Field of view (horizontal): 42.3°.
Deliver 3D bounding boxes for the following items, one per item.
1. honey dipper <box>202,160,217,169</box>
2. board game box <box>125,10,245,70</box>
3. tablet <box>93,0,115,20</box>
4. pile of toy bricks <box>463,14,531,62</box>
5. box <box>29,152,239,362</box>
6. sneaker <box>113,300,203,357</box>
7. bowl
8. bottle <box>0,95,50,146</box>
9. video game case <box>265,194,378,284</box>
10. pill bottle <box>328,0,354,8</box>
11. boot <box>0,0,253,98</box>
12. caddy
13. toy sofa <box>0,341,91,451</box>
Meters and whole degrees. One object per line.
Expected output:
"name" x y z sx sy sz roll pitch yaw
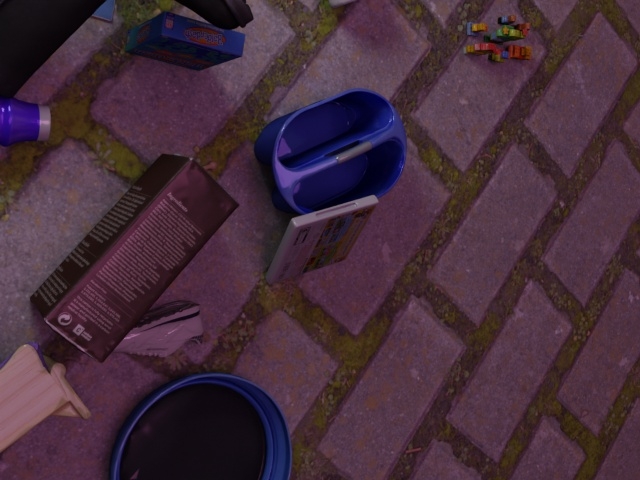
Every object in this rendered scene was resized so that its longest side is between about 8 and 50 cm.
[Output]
"honey dipper" -0.279 -0.133 1.669 0.160 0.030 0.031 -22 103 -30
"board game box" -0.259 -0.373 1.564 0.160 0.210 0.047 9 89 -30
"tablet" -0.434 -0.455 1.573 0.083 0.006 0.054 10 87 -32
"pile of toy bricks" 0.465 -0.506 2.051 0.212 0.105 0.118 -1 93 -31
"box" -0.345 0.021 1.524 0.143 0.191 0.381 44 78 -25
"sneaker" -0.337 0.192 1.622 0.235 0.090 0.095 -13 109 -28
"bowl" -0.244 0.460 1.692 0.391 0.077 0.391 -2 94 -31
"bottle" -0.616 -0.213 1.426 0.282 0.092 0.118 1 97 -31
"video game case" 0.000 0.000 1.749 0.206 0.227 0.026 -17 63 -29
"pill bottle" 0.045 -0.630 1.779 0.131 0.131 0.229 -28 106 -27
"boot" -0.386 -0.385 1.370 0.445 0.146 0.367 -37 97 7
"caddy" 0.029 -0.183 1.765 0.341 0.179 0.241 -27 105 -27
"toy sofa" -0.601 0.334 1.430 0.362 0.150 0.177 -39 106 -24
